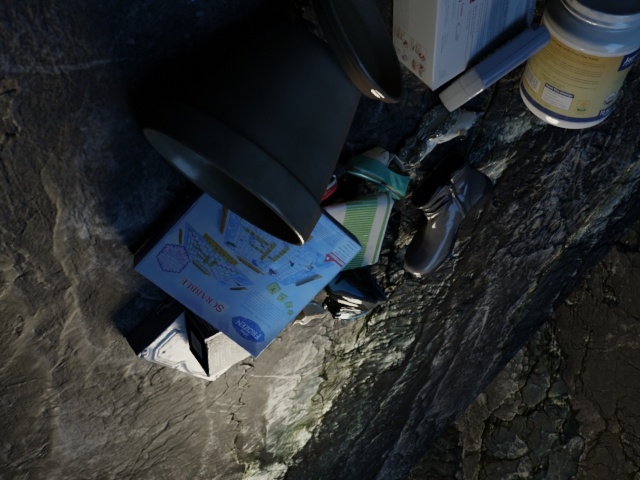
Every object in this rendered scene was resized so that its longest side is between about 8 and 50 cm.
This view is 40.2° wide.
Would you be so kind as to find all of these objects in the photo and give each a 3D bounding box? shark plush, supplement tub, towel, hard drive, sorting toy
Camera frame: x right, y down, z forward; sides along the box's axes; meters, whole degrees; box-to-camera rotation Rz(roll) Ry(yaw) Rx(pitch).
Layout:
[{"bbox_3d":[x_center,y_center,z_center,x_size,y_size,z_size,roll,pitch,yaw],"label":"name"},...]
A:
[{"bbox_3d":[0.329,-0.283,2.071,0.161,0.073,0.067,-47,179,-34],"label":"shark plush"},{"bbox_3d":[0.594,-0.434,1.965,0.228,0.228,0.316,-27,149,-25],"label":"supplement tub"},{"bbox_3d":[0.000,0.000,1.978,0.325,0.038,0.248,-12,143,-19],"label":"towel"},{"bbox_3d":[-0.256,0.200,1.993,0.237,0.064,0.339,-43,151,4],"label":"hard drive"},{"bbox_3d":[-0.041,0.197,2.274,0.083,0.045,0.075,-3,141,-49],"label":"sorting toy"}]

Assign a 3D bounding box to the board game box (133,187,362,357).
[{"bbox_3d":[-0.139,0.023,1.703,0.318,0.066,0.318,41,100,-23],"label":"board game box"}]

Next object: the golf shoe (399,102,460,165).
[{"bbox_3d":[0.251,-0.247,2.005,0.176,0.069,0.086,-45,171,13],"label":"golf shoe"}]

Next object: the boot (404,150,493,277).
[{"bbox_3d":[0.285,-0.069,2.244,0.222,0.118,0.338,21,104,-55],"label":"boot"}]

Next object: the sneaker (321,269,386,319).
[{"bbox_3d":[0.069,0.152,2.218,0.139,0.125,0.341,-38,161,9],"label":"sneaker"}]

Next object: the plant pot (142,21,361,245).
[{"bbox_3d":[-0.082,-0.194,1.446,0.280,0.323,0.323,-55,153,-8],"label":"plant pot"}]

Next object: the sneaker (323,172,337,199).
[{"bbox_3d":[-0.081,-0.050,1.792,0.279,0.107,0.118,-32,131,4],"label":"sneaker"}]

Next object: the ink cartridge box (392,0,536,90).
[{"bbox_3d":[0.275,-0.479,1.619,0.272,0.130,0.309,-34,151,-17],"label":"ink cartridge box"}]

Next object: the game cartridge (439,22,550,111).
[{"bbox_3d":[0.347,-0.349,1.820,0.196,0.060,0.294,-32,-178,-4],"label":"game cartridge"}]

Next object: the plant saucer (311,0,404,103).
[{"bbox_3d":[0.056,-0.346,1.424,0.041,0.278,0.278,-22,158,22],"label":"plant saucer"}]

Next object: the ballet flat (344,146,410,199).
[{"bbox_3d":[0.131,-0.162,1.958,0.247,0.083,0.087,22,89,-59],"label":"ballet flat"}]

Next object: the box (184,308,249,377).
[{"bbox_3d":[-0.199,0.188,1.881,0.158,0.093,0.156,-26,147,-23],"label":"box"}]
